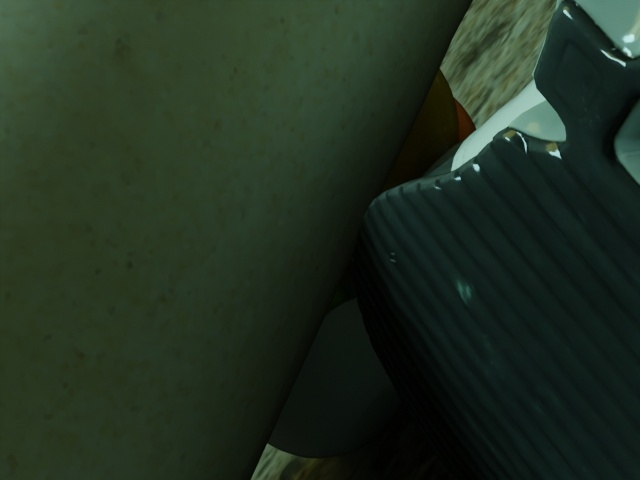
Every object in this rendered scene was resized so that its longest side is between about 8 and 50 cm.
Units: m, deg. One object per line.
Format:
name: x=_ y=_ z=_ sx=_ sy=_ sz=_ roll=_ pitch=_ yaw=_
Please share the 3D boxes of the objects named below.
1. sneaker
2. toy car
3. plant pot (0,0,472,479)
sneaker: x=0.113 y=-0.022 z=0.389 sx=0.146 sy=0.122 sz=0.330 roll=-30 pitch=-13 yaw=-27
toy car: x=0.000 y=0.000 z=0.698 sx=0.182 sy=0.159 sz=0.136 roll=-54 pitch=-22 yaw=3
plant pot: x=-0.116 y=-0.026 z=0.522 sx=0.305 sy=0.334 sz=0.334 roll=-58 pitch=13 yaw=-8
